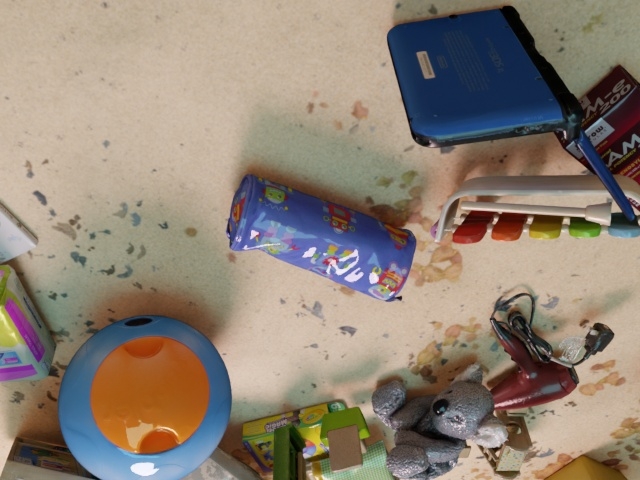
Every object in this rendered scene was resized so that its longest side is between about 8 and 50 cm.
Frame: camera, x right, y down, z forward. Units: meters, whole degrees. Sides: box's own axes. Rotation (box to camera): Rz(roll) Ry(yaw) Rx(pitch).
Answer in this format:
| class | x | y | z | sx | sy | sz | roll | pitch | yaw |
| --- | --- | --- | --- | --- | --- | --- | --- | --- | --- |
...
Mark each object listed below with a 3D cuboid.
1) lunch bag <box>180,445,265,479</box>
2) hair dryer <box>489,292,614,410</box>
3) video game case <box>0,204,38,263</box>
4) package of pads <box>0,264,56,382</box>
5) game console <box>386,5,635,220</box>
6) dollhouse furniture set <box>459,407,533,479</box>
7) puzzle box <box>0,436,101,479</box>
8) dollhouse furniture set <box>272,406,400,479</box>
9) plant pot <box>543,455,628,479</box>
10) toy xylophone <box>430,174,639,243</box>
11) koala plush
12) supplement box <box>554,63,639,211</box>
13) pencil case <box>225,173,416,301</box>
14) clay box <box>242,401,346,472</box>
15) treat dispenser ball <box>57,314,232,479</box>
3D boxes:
| class | x | y | z | sx | sy | sz | roll | pitch | yaw |
| --- | --- | --- | --- | --- | --- | --- | --- | --- | --- |
| lunch bag | -0.202 | 0.552 | 1.434 | 0.235 | 0.169 | 0.287 | 35 | 126 | 10 |
| hair dryer | 0.401 | 0.229 | 1.327 | 0.223 | 0.080 | 0.293 | 20 | 121 | 1 |
| video game case | -0.564 | -0.013 | 1.099 | 0.157 | 0.019 | 0.143 | -23 | 127 | 15 |
| package of pads | -0.637 | 0.151 | 1.163 | 0.296 | 0.101 | 0.229 | -5 | 136 | 0 |
| game console | 0.226 | -0.154 | 0.849 | 0.250 | 0.293 | 0.173 | -8 | 129 | 4 |
| dollhouse furniture set | 0.353 | 0.409 | 1.432 | 0.161 | 0.101 | 0.182 | 1 | 129 | -4 |
| puzzle box | -0.461 | 0.450 | 1.305 | 0.272 | 0.052 | 0.409 | 21 | 163 | -18 |
| dollhouse furniture set | 0.046 | 0.499 | 1.392 | 0.197 | 0.151 | 0.301 | -17 | 131 | 10 |
| plant pot | 0.626 | 0.627 | 1.568 | 0.212 | 0.187 | 0.212 | 26 | 123 | -23 |
| toy xylophone | 0.308 | -0.038 | 0.960 | 0.322 | 0.236 | 0.081 | 4 | 106 | 29 |
| koala plush | 0.251 | 0.348 | 1.337 | 0.203 | 0.196 | 0.221 | 28 | 123 | -37 |
| supplement box | 0.477 | -0.135 | 1.018 | 0.239 | 0.073 | 0.130 | 31 | 122 | -23 |
| pencil case | 0.000 | 0.000 | 1.074 | 0.306 | 0.119 | 0.133 | 19 | 134 | -18 |
| clay box | -0.040 | 0.419 | 1.453 | 0.222 | 0.053 | 0.127 | -16 | 128 | 11 |
| treat dispenser ball | -0.297 | 0.273 | 1.171 | 0.288 | 0.288 | 0.288 | -1 | 129 | -2 |
